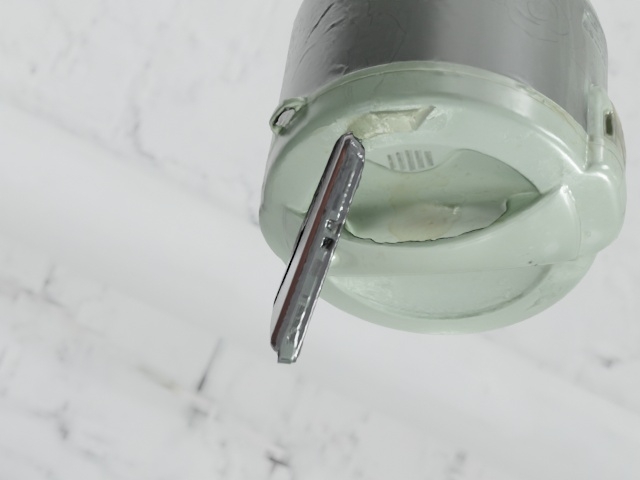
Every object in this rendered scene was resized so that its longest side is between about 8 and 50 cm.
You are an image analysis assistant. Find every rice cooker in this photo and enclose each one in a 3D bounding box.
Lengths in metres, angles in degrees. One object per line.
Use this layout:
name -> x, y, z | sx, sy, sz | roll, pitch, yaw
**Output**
rice cooker -> 0.101, -0.082, 1.440 | 0.288, 0.288, 0.277 | -48, -155, 41

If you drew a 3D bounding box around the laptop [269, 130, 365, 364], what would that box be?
laptop -> 0.000, 0.000, 1.207 | 0.207, 0.026, 0.154 | -107, -142, -86
